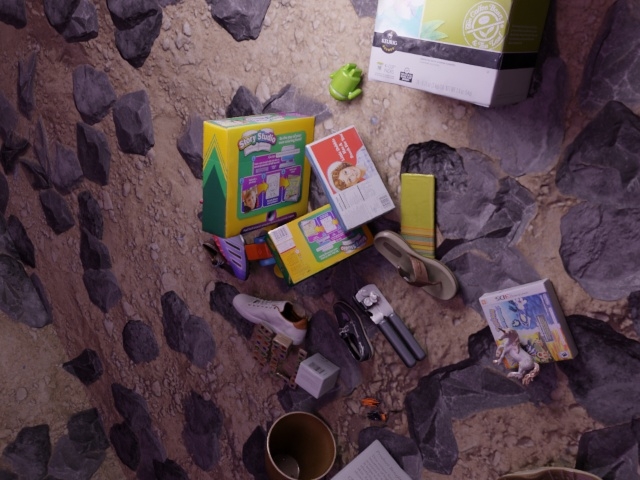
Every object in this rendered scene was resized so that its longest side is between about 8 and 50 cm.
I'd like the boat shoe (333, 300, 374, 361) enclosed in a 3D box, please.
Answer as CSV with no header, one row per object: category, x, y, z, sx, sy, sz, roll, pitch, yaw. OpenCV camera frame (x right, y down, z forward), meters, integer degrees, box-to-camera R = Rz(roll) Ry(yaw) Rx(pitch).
boat shoe,0.093,0.284,1.971,0.075,0.065,0.206,-36,80,40

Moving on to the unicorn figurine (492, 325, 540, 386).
unicorn figurine,0.489,0.287,1.607,0.162,0.060,0.111,36,126,5

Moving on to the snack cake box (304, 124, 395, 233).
snack cake box,0.079,-0.170,1.776,0.264,0.152,0.089,64,173,4

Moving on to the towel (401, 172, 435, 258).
towel,0.272,-0.067,1.753,0.102,0.021,0.237,8,108,33

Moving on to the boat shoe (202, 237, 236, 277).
boat shoe,-0.358,0.070,2.266,0.183,0.066,0.066,45,127,20

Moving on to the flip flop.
flip flop,0.254,0.077,1.748,0.277,0.080,0.112,39,135,11

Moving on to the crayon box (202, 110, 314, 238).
crayon box,-0.177,-0.201,1.844,0.106,0.363,0.313,18,114,34

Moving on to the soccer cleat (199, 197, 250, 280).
soccer cleat,-0.323,-0.009,2.165,0.109,0.117,0.318,-4,100,66

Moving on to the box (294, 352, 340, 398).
box,-0.010,0.442,2.078,0.101,0.102,0.087,31,119,27

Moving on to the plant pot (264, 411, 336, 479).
plant pot,-0.097,0.754,2.183,0.237,0.237,0.254,47,141,18

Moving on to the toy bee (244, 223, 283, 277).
toy bee,-0.125,0.028,2.035,0.298,0.162,0.195,34,135,56

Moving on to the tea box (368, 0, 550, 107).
tea box,0.318,-0.502,1.450,0.329,0.220,0.323,21,115,33

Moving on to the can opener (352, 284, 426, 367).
can opener,0.204,0.251,1.882,0.280,0.074,0.093,52,163,16

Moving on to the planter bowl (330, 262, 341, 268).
planter bowl,-0.006,0.019,1.927,0.162,0.162,0.109,62,158,6

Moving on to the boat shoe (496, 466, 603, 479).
boat shoe,0.607,0.639,1.650,0.302,0.098,0.109,-23,75,43

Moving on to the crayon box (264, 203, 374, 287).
crayon box,0.000,0.000,1.823,0.165,0.279,0.081,63,163,6

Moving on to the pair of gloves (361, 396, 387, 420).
pair of gloves,0.172,0.538,2.022,0.074,0.010,0.083,-13,98,39

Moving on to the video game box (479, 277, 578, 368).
video game box,0.527,0.215,1.616,0.187,0.048,0.205,-22,89,43

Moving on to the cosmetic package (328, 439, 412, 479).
cosmetic package,0.096,0.899,1.940,0.329,0.394,0.327,49,127,17

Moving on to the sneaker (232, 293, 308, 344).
sneaker,-0.162,0.231,2.144,0.290,0.106,0.123,26,116,17

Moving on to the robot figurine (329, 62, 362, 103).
robot figurine,0.067,-0.440,1.770,0.101,0.067,0.115,50,128,17

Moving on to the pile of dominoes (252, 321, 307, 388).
pile of dominoes,-0.153,0.402,2.151,0.196,0.040,0.251,29,137,13
